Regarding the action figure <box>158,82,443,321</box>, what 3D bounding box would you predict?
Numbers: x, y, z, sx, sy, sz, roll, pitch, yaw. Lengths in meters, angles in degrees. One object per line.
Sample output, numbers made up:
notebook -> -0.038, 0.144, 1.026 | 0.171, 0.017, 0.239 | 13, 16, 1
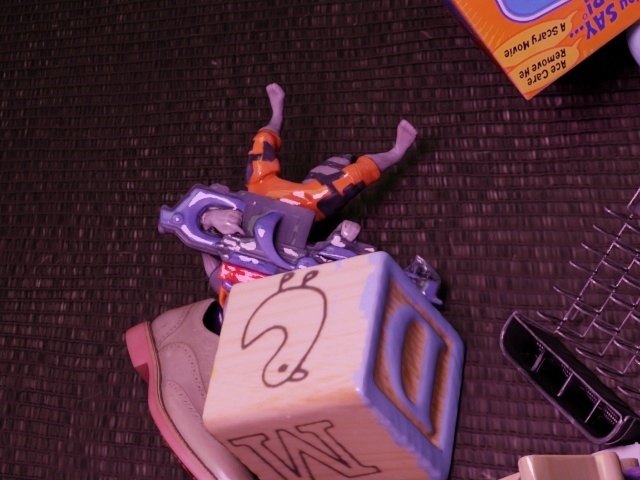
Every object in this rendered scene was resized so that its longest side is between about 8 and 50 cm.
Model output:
action figure -> 0.000, 0.000, 2.178 | 0.341, 0.178, 0.330 | 23, 65, 10

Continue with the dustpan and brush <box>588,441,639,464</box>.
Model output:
dustpan and brush -> 0.221, 0.283, 1.805 | 0.211, 0.060, 0.147 | -12, 41, 22

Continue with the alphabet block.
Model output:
alphabet block -> 0.018, 0.151, 1.971 | 0.197, 0.193, 0.192 | -14, 45, 29

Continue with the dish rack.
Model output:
dish rack -> 0.319, 0.055, 1.859 | 0.271, 0.074, 0.208 | -58, 39, 12

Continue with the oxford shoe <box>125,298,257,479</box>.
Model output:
oxford shoe -> -0.122, 0.180, 2.115 | 0.130, 0.123, 0.348 | -32, 42, 1

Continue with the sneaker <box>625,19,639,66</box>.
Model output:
sneaker -> 0.396, -0.127, 1.963 | 0.150, 0.135, 0.366 | -35, 40, 0

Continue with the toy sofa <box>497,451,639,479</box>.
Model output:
toy sofa -> 0.141, 0.314, 1.713 | 0.362, 0.177, 0.150 | -28, 65, 41

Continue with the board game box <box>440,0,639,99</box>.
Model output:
board game box -> 0.242, -0.440, 2.117 | 0.356, 0.356, 0.356 | -36, 19, 6
